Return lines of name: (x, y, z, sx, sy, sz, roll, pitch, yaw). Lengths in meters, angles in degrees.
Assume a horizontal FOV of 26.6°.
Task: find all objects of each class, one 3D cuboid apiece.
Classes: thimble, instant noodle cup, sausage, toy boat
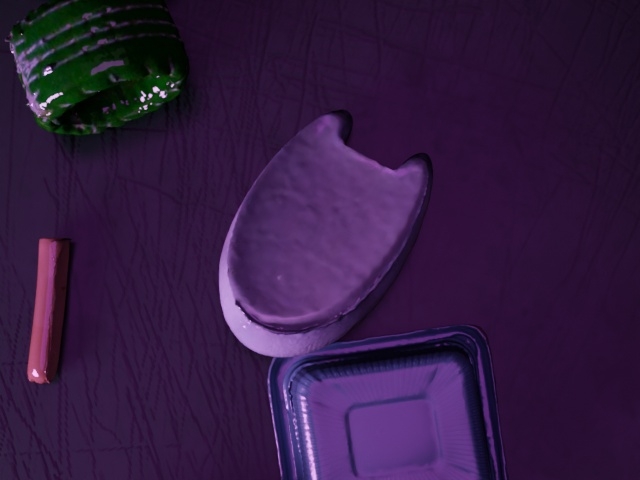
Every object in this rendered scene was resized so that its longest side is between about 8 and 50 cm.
thimble: (-0.173, -0.140, 1.050, 0.130, 0.118, 0.090, -17, 78, -21)
instant noodle cup: (0.054, 0.149, 1.037, 0.179, 0.070, 0.157, -8, 84, -3)
sausage: (-0.215, 0.055, 1.068, 0.026, 0.026, 0.116, 5, 83, 0)
toy boat: (0.000, 0.000, 1.062, 0.134, 0.079, 0.208, 29, 72, 5)
